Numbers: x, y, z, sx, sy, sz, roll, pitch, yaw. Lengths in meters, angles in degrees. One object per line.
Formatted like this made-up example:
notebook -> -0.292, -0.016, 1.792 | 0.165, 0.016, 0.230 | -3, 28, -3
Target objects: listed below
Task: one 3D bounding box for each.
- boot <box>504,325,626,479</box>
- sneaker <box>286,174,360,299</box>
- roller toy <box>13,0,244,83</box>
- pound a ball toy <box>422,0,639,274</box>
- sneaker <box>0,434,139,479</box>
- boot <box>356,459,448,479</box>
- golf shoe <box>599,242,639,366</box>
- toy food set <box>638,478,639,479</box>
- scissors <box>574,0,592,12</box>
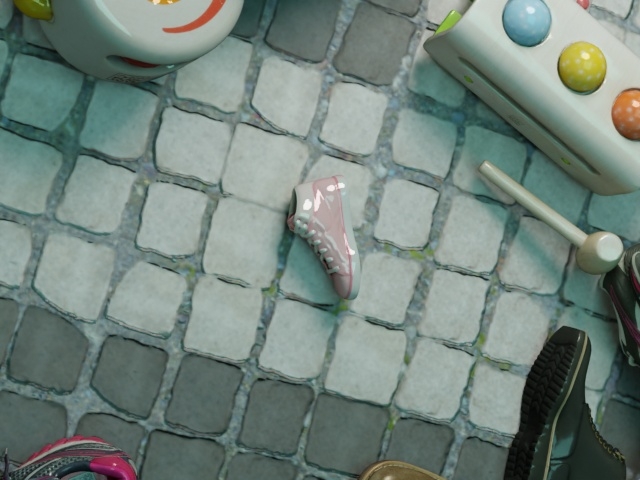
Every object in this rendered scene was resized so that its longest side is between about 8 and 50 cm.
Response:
boot -> 0.293, 0.203, 1.909 | 0.137, 0.077, 0.198 | 17, 95, -22
sneaker -> 0.000, 0.000, 1.824 | 0.070, 0.051, 0.134 | -7, 86, -18
roller toy -> -0.186, -0.256, 1.722 | 0.191, 0.146, 0.209 | 49, 63, -14
pound a ball toy -> 0.259, -0.135, 1.858 | 0.319, 0.136, 0.208 | 39, 76, -11
sneaker -> -0.317, 0.277, 1.665 | 0.299, 0.112, 0.121 | -30, 98, -17
boot -> 0.167, 0.340, 1.830 | 0.305, 0.115, 0.112 | 41, 77, -12
golf shoe -> 0.405, 0.129, 1.907 | 0.105, 0.120, 0.273 | -21, 86, -30
toy food set -> 0.432, 0.393, 1.866 | 0.306, 0.092, 0.220 | 43, 88, 10
scissors -> 0.283, -0.255, 1.951 | 0.109, 0.021, 0.297 | 9, 86, -16
